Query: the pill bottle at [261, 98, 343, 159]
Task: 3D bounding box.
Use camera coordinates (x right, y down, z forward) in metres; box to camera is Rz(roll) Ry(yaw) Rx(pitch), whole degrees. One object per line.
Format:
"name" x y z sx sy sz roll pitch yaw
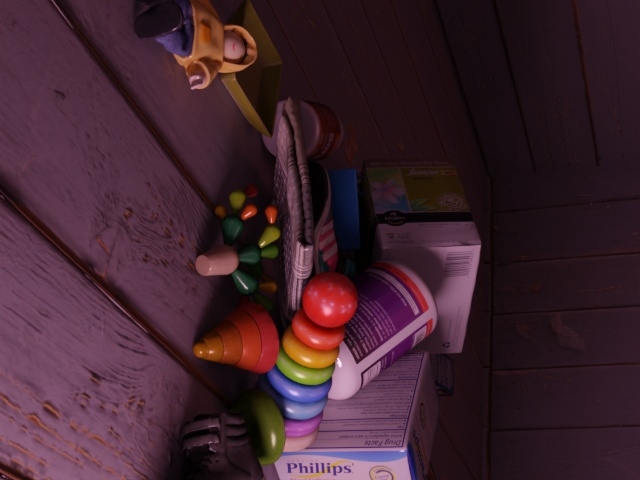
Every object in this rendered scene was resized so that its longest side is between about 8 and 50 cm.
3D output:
"pill bottle" -0.027 -0.219 1.925 0.216 0.121 0.121 -14 99 -71

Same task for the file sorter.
"file sorter" 0.034 -0.061 2.080 0.104 0.118 0.170 13 73 -75

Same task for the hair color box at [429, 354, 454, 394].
"hair color box" 0.223 0.327 2.452 0.347 0.174 0.105 40 50 -64

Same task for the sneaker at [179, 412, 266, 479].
"sneaker" -0.181 0.336 1.383 0.296 0.104 0.147 -18 90 -67

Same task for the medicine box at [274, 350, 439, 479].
"medicine box" 0.076 0.362 1.861 0.289 0.263 0.149 -67 146 -55

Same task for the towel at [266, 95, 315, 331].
"towel" -0.056 -0.035 1.665 0.312 0.056 0.324 97 -11 -56

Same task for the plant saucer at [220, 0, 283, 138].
"plant saucer" -0.130 -0.311 1.759 0.188 0.045 0.188 57 32 -55

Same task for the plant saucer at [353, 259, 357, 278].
"plant saucer" 0.041 0.153 2.153 0.258 0.047 0.259 -4 88 -72

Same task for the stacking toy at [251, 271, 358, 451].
"stacking toy" -0.020 0.193 1.584 0.141 0.141 0.330 -63 177 -58

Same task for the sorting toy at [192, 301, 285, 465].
"sorting toy" -0.142 0.288 1.541 0.126 0.127 0.366 -7 95 -42

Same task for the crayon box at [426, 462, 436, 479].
"crayon box" 0.186 0.494 1.945 0.318 0.081 0.202 -100 168 -61

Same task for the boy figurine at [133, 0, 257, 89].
"boy figurine" -0.191 -0.319 1.514 0.285 0.092 0.177 19 64 -67

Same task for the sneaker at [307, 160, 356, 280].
"sneaker" 0.000 0.000 1.939 0.178 0.123 0.296 19 75 -65

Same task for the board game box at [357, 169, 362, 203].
"board game box" 0.133 -0.091 2.330 0.193 0.146 0.045 66 26 -46

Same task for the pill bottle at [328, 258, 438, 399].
"pill bottle" 0.063 0.181 1.842 0.323 0.181 0.181 -33 123 -31

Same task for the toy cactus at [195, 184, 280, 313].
"toy cactus" -0.142 0.022 1.600 0.180 0.112 0.219 -14 102 -52

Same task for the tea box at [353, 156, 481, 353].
"tea box" 0.206 0.034 2.162 0.323 0.220 0.329 -100 -170 -49
